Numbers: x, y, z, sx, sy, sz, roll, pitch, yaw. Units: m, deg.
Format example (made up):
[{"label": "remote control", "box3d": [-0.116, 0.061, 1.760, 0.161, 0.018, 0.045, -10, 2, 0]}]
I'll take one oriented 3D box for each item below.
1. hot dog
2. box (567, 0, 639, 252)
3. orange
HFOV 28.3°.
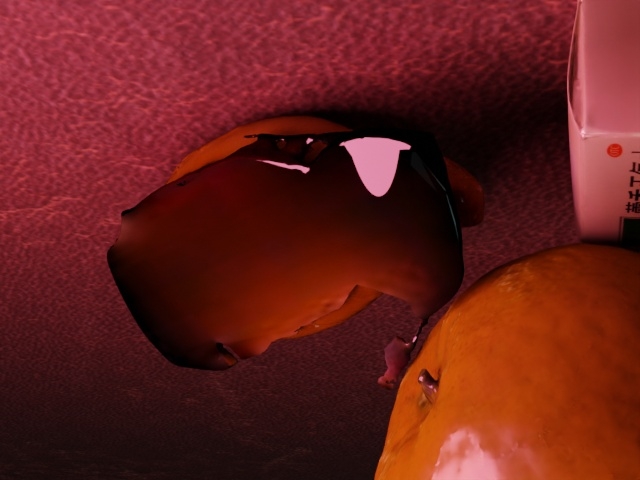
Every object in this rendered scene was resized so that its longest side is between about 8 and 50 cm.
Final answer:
[{"label": "hot dog", "box3d": [-0.004, -0.005, 0.886, 0.326, 0.107, 0.194, -4, 123, 40]}, {"label": "box", "box3d": [0.237, -0.062, 0.767, 0.168, 0.095, 0.212, 1, 160, 13]}, {"label": "orange", "box3d": [0.160, 0.143, 0.807, 0.235, 0.279, 0.279, 27, 157, -5]}]
